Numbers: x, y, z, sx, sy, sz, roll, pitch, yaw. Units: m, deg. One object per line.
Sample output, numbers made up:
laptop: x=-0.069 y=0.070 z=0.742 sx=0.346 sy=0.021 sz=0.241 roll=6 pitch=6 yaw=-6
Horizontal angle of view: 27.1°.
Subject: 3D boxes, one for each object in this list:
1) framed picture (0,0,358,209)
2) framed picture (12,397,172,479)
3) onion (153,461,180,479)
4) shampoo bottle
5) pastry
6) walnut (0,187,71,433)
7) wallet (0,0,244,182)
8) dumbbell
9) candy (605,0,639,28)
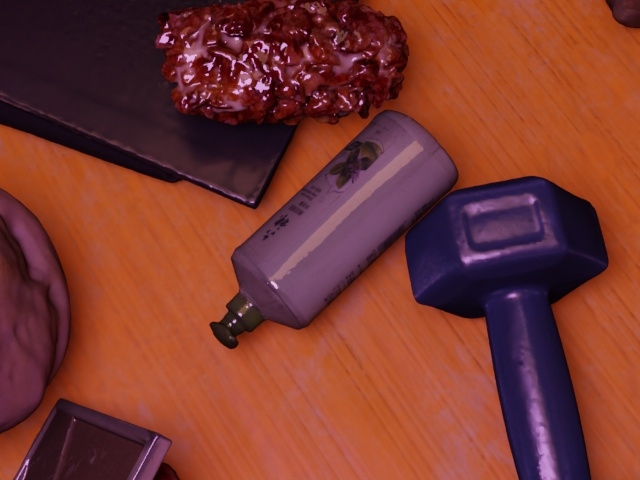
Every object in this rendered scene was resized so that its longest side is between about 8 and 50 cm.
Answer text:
framed picture: x=-0.154 y=-0.201 z=1.165 sx=0.339 sy=0.014 sz=0.255 roll=23 pitch=76 yaw=8
framed picture: x=-0.227 y=0.261 z=0.996 sx=0.016 sy=0.213 sz=0.289 roll=34 pitch=74 yaw=-27
onion: x=-0.147 y=0.219 z=1.045 sx=0.107 sy=0.097 sz=0.107 roll=-6 pitch=81 yaw=43
shampoo bottle: x=0.000 y=0.000 z=1.090 sx=0.234 sy=0.118 sz=0.087 roll=-43 pitch=102 yaw=-9
pastry: x=-0.029 y=-0.151 z=1.093 sx=0.209 sy=0.097 sz=0.115 roll=0 pitch=84 yaw=0
walnut: x=-0.320 y=0.053 z=1.034 sx=0.248 sy=0.248 sz=0.248 roll=-2 pitch=71 yaw=5
wallet: x=-0.274 y=-0.212 z=1.220 sx=0.406 sy=0.062 sz=0.228 roll=19 pitch=74 yaw=11
dumbbell: x=0.165 y=0.119 z=1.017 sx=0.144 sy=0.160 sz=0.324 roll=-21 pitch=67 yaw=32
candy: x=0.350 y=-0.265 z=1.150 sx=0.234 sy=0.102 sz=0.104 roll=-19 pitch=70 yaw=1
